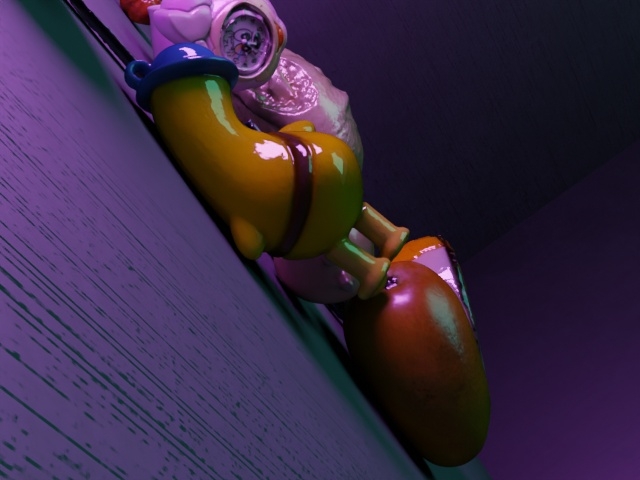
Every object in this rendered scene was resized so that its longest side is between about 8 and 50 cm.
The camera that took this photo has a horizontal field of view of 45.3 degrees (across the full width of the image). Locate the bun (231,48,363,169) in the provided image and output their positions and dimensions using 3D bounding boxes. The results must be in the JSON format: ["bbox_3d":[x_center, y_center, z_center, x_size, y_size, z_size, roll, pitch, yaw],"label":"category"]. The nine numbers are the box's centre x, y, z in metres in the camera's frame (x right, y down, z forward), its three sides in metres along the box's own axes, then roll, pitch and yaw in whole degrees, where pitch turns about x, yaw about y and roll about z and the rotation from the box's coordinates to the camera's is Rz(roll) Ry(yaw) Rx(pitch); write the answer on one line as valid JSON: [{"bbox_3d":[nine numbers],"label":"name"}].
[{"bbox_3d":[-0.057,-0.244,1.539,0.364,0.202,0.364,37,-17,14],"label":"bun"}]

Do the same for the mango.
[{"bbox_3d":[0.144,0.181,1.087,0.211,0.173,0.317,-117,-178,-84],"label":"mango"}]

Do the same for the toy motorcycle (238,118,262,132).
[{"bbox_3d":[-0.090,-0.107,1.376,0.173,0.108,0.307,45,-2,34],"label":"toy motorcycle"}]

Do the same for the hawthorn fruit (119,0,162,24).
[{"bbox_3d":[-0.353,-0.468,1.519,0.093,0.093,0.093,54,2,-3],"label":"hawthorn fruit"}]

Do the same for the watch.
[{"bbox_3d":[-0.203,-0.330,1.297,0.218,0.249,0.210,21,-58,45],"label":"watch"}]

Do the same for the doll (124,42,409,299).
[{"bbox_3d":[-0.064,-0.078,0.843,0.363,0.199,0.145,37,-40,-7],"label":"doll"}]

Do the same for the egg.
[{"bbox_3d":[0.165,0.158,1.334,0.337,0.201,0.336,-16,90,-83],"label":"egg"}]

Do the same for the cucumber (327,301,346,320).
[{"bbox_3d":[0.001,0.066,1.319,0.256,0.043,0.044,54,7,-36],"label":"cucumber"}]

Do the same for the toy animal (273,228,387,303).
[{"bbox_3d":[0.000,0.003,1.025,0.248,0.149,0.165,-140,-152,-69],"label":"toy animal"}]

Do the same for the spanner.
[{"bbox_3d":[-0.226,-0.212,0.953,0.325,0.026,0.093,51,3,-42],"label":"spanner"}]
